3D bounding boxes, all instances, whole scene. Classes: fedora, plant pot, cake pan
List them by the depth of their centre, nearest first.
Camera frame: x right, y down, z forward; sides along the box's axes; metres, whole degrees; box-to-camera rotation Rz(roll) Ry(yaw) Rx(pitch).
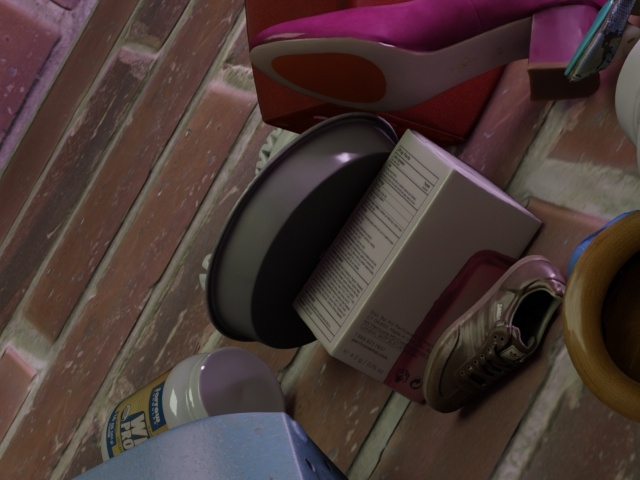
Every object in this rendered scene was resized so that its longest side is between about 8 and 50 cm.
[{"bbox_3d":[0.293,0.068,1.622,0.079,0.194,0.194,80,-150,-71],"label":"fedora"},{"bbox_3d":[-0.081,0.317,1.922,0.252,0.248,0.247,-36,30,8],"label":"plant pot"},{"bbox_3d":[0.000,0.000,2.096,0.054,0.293,0.293,38,99,30],"label":"cake pan"},{"bbox_3d":[0.065,-0.235,2.228,0.267,0.267,0.236,-9,69,59],"label":"plant pot"}]

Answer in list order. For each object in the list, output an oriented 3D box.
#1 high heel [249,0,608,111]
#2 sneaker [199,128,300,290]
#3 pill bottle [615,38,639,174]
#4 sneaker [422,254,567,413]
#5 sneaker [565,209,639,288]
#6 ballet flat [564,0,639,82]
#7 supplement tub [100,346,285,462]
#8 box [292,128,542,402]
[{"bbox_3d":[0.117,-0.238,2.062,0.127,0.377,0.181,91,-177,-58],"label":"high heel"},{"bbox_3d":[-0.037,-0.030,2.370,0.292,0.110,0.118,-64,32,11],"label":"sneaker"},{"bbox_3d":[0.362,-0.052,1.497,0.188,0.188,0.334,-53,33,14],"label":"pill bottle"},{"bbox_3d":[0.168,0.099,1.878,0.188,0.066,0.071,-55,27,12],"label":"sneaker"},{"bbox_3d":[0.302,-0.005,1.740,0.209,0.069,0.082,-26,37,50],"label":"sneaker"},{"bbox_3d":[0.312,-0.230,1.960,0.070,0.070,0.188,0,59,62],"label":"ballet flat"},{"bbox_3d":[-0.147,0.216,2.244,0.199,0.144,0.144,-35,35,43],"label":"supplement tub"},{"bbox_3d":[0.098,0.025,2.016,0.232,0.127,0.148,-56,25,8],"label":"box"}]
